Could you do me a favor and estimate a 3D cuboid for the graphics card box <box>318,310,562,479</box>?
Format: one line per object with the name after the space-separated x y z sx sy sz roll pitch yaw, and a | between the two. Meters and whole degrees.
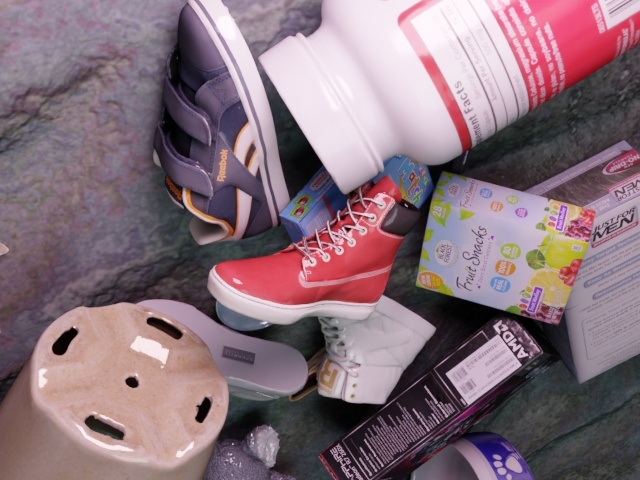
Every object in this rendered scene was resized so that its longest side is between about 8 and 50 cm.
0.196 0.257 1.461 0.371 0.094 0.233 -41 159 10 | graphics card box

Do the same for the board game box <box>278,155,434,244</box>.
0.052 -0.049 1.149 0.211 0.039 0.160 -48 139 -21 | board game box

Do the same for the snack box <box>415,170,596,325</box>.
0.243 0.013 1.253 0.207 0.070 0.174 16 138 12 | snack box

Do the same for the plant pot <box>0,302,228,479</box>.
-0.261 0.252 1.095 0.334 0.333 0.305 7 132 -30 | plant pot

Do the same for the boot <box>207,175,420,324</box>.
0.000 0.000 1.018 0.244 0.088 0.176 2 123 -44 | boot

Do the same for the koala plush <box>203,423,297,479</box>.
-0.119 0.396 1.455 0.196 0.203 0.221 -22 115 10 | koala plush

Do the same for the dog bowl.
0.267 0.469 1.616 0.104 0.265 0.264 -3 130 -25 | dog bowl

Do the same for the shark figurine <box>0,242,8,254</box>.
-0.425 0.110 1.061 0.116 0.278 0.166 -17 -175 44 | shark figurine

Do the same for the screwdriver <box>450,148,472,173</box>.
0.200 -0.161 1.201 0.025 0.024 0.169 16 123 -1 | screwdriver

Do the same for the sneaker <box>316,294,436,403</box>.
0.035 0.141 1.295 0.292 0.108 0.169 33 88 -42 | sneaker

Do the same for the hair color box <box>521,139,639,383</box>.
0.431 0.045 1.430 0.185 0.113 0.374 -27 136 -2 | hair color box

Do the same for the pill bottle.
0.151 -0.226 0.972 0.408 0.229 0.229 -32 135 3 | pill bottle

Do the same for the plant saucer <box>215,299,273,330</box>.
-0.087 0.073 1.266 0.119 0.021 0.119 -13 134 -14 | plant saucer

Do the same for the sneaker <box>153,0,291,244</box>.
-0.120 -0.111 1.014 0.128 0.126 0.321 -25 137 -12 | sneaker

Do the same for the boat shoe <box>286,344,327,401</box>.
0.002 0.198 1.403 0.135 0.045 0.050 -34 135 5 | boat shoe

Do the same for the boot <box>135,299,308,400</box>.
-0.153 0.163 1.265 0.258 0.095 0.123 23 152 -14 | boot
